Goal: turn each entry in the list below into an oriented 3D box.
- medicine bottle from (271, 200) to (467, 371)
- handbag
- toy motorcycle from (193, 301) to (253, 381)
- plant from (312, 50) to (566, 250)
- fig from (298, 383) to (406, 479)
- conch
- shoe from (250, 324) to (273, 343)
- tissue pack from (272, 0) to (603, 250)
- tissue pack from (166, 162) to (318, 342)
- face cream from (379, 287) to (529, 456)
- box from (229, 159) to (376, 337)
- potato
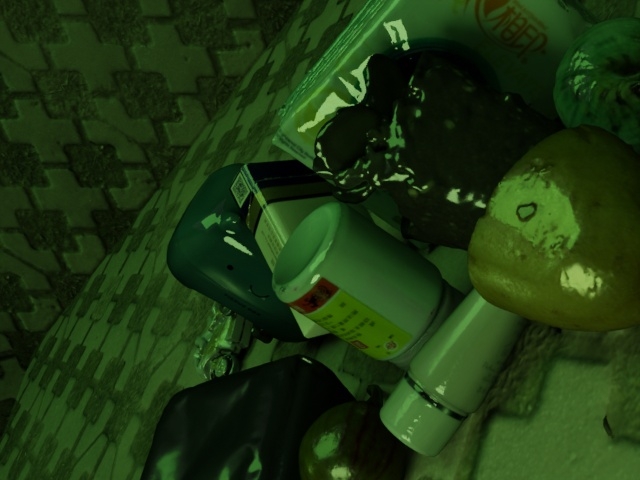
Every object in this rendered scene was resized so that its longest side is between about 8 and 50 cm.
[{"bbox_3d":[0.066,0.063,1.111,0.139,0.225,0.139,-47,22,26],"label":"medicine bottle"},{"bbox_3d":[-0.099,0.323,1.173,0.275,0.178,0.302,-23,37,32],"label":"handbag"},{"bbox_3d":[-0.185,0.185,1.738,0.151,0.074,0.229,-31,40,40],"label":"toy motorcycle"},{"bbox_3d":[0.139,-0.093,1.078,0.188,0.276,0.199,84,-150,-70],"label":"plant"},{"bbox_3d":[0.054,0.226,1.097,0.124,0.124,0.236,-45,4,28],"label":"fig"},{"bbox_3d":[0.339,-0.160,0.981,0.175,0.122,0.188,-12,39,22],"label":"conch"},{"bbox_3d":[-0.085,0.087,1.631,0.112,0.099,0.227,-56,19,22],"label":"shoe"},{"bbox_3d":[0.159,-0.212,1.233,0.388,0.287,0.162,-47,23,23],"label":"tissue pack"},{"bbox_3d":[-0.074,0.016,1.413,0.206,0.287,0.198,-39,21,52],"label":"tissue pack"},{"bbox_3d":[0.184,0.090,0.995,0.314,0.089,0.143,-53,-24,6],"label":"face cream"},{"bbox_3d":[0.000,0.000,1.273,0.259,0.168,0.071,61,140,28],"label":"box"},{"bbox_3d":[0.263,0.005,0.859,0.203,0.178,0.158,-35,33,-14],"label":"potato"}]
